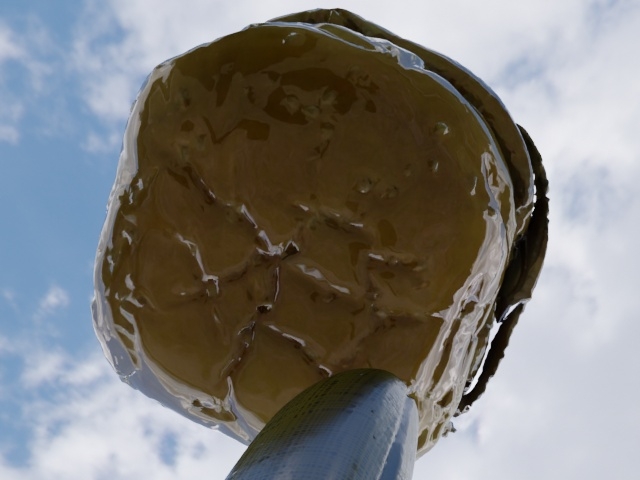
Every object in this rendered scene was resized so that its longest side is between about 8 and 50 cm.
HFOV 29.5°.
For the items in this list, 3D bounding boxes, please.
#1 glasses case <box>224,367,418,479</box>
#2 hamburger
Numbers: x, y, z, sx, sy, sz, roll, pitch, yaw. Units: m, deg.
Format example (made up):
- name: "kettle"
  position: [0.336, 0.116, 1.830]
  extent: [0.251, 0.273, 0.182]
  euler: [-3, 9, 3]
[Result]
- name: "glasses case"
  position: [-0.009, 0.114, 0.493]
  extent: [0.079, 0.234, 0.064]
  euler: [-29, -82, 20]
- name: "hamburger"
  position: [0.000, 0.000, 0.807]
  extent: [0.318, 0.158, 0.319]
  euler: [4, -74, 14]
